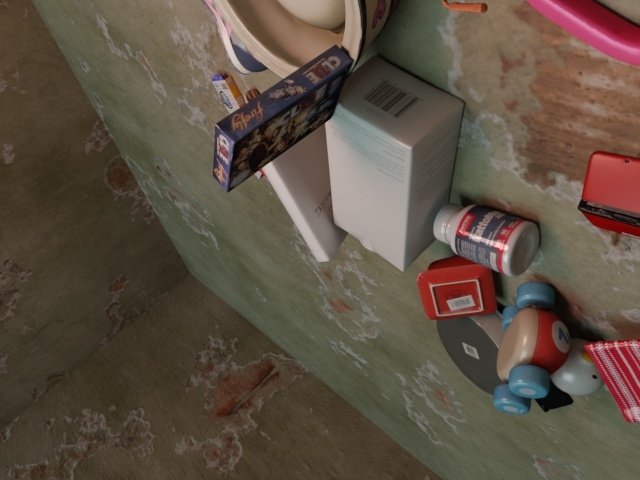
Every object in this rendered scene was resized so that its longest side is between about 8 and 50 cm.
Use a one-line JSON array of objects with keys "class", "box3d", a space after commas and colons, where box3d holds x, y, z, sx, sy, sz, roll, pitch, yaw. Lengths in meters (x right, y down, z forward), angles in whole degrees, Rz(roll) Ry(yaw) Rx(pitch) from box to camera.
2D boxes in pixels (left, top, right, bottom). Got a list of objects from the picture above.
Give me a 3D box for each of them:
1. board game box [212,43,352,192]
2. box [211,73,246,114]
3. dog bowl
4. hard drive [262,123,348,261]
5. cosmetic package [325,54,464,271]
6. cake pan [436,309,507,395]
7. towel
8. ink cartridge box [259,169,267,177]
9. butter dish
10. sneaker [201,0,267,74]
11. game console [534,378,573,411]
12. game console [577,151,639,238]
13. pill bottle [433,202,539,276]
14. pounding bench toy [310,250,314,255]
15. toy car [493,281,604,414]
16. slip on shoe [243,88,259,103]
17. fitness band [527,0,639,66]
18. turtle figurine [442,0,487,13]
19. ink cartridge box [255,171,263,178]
[{"class": "board game box", "box3d": [-0.064, -0.192, 0.907, 0.042, 0.243, 0.165, 47, 158, 8]}, {"class": "box", "box3d": [-0.252, -0.406, 1.583, 0.081, 0.028, 0.136, 17, 140, 52]}, {"class": "dog bowl", "box3d": [-0.037, -0.465, 0.930, 0.408, 0.150, 0.408, 39, 156, 21]}, {"class": "hard drive", "box3d": [-0.024, -0.160, 1.298, 0.047, 0.233, 0.353, -7, 125, 38]}, {"class": "cosmetic package", "box3d": [0.139, -0.137, 1.140, 0.217, 0.156, 0.385, 37, 156, 25]}, {"class": "cake pan", "box3d": [0.390, 0.261, 1.389, 0.293, 0.054, 0.293, 49, 158, 28]}, {"class": "towel", "box3d": [0.619, 0.244, 0.958, 0.274, 0.031, 0.199, -14, 116, 49]}, {"class": "ink cartridge box", "box3d": [-0.089, -0.163, 1.449, 0.238, 0.060, 0.275, 1, 151, 43]}, {"class": "butter dish", "box3d": [0.302, 0.088, 1.268, 0.160, 0.118, 0.160, -10, 128, 15]}, {"class": "sneaker", "box3d": [-0.174, -0.512, 1.197, 0.131, 0.112, 0.319, 3, 135, 38]}, {"class": "game console", "box3d": [0.537, 0.350, 1.386, 0.122, 0.071, 0.107, 51, -172, -6]}, {"class": "game console", "box3d": [0.472, -0.058, 0.840, 0.144, 0.085, 0.124, 25, 179, 45]}, {"class": "pill bottle", "box3d": [0.312, -0.009, 1.087, 0.180, 0.108, 0.108, 25, 148, 43]}, {"class": "pounding bench toy", "box3d": [0.000, 0.000, 1.705, 0.052, 0.083, 0.065, 32, 153, 35]}, {"class": "toy car", "box3d": [0.485, 0.233, 1.120, 0.237, 0.219, 0.210, 13, 148, 8]}, {"class": "slip on shoe", "box3d": [-0.163, -0.334, 1.502, 0.135, 0.051, 0.041, 61, 171, -15]}, {"class": "fitness band", "box3d": [0.333, -0.315, 0.625, 0.291, 0.054, 0.209, 43, 157, 17]}, {"class": "turtle figurine", "box3d": [0.176, -0.390, 0.679, 0.270, 0.087, 0.218, -89, -10, -54]}, {"class": "ink cartridge box", "box3d": [-0.127, -0.244, 1.524, 0.046, 0.097, 0.207, 48, 158, 0]}]
